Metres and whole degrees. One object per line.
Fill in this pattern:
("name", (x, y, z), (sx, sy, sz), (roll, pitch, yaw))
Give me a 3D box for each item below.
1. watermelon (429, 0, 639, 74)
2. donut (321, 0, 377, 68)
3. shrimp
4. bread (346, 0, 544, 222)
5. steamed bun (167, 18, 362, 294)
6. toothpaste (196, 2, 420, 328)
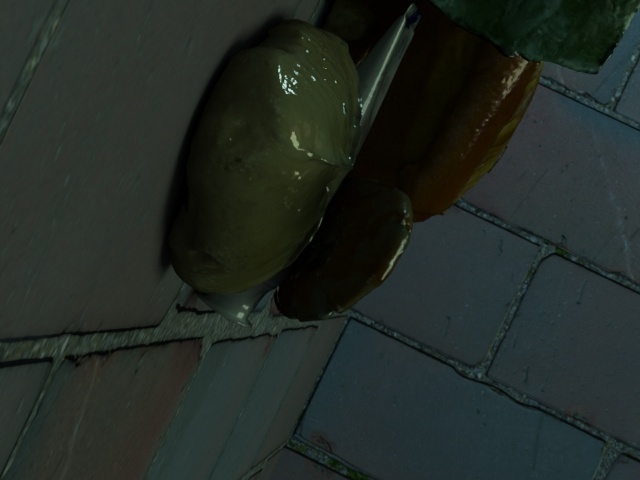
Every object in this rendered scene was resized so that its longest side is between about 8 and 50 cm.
("watermelon", (0.186, -0.324, 1.462), (0.151, 0.264, 0.302), (-51, -165, 42))
("donut", (0.014, -0.170, 1.475), (0.108, 0.043, 0.097), (-59, 173, -12))
("shrimp", (-0.001, -0.001, 1.526), (0.154, 0.062, 0.294), (-51, -160, -3))
("bread", (0.108, -0.150, 1.608), (0.288, 0.204, 0.156), (-62, -179, 26))
("steamed bun", (-0.032, -0.059, 1.207), (0.212, 0.110, 0.231), (29, 85, -84))
("toothpaste", (-0.001, -0.071, 1.460), (0.323, 0.066, 0.100), (-57, 173, 4))
